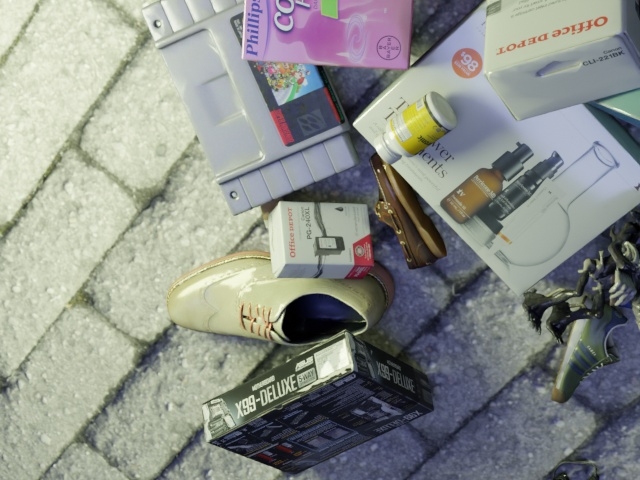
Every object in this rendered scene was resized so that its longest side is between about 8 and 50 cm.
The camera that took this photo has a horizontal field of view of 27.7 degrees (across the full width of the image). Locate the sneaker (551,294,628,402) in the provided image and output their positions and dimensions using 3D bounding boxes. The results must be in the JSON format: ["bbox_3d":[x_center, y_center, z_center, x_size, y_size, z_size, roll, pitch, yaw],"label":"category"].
[{"bbox_3d":[0.434,0.187,2.076,0.086,0.064,0.192,18,114,13],"label":"sneaker"}]

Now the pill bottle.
[{"bbox_3d":[0.137,-0.162,1.901,0.116,0.065,0.065,-34,101,27],"label":"pill bottle"}]

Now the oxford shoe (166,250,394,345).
[{"bbox_3d":[-0.085,0.103,2.140,0.397,0.146,0.140,-7,111,18],"label":"oxford shoe"}]

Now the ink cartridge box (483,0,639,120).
[{"bbox_3d":[0.333,-0.314,1.745,0.197,0.272,0.114,-14,139,29],"label":"ink cartridge box"}]

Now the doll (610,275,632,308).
[{"bbox_3d":[0.544,0.069,2.003,0.189,0.046,0.129,3,105,14],"label":"doll"}]

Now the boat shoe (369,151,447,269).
[{"bbox_3d":[0.123,-0.045,2.057,0.073,0.073,0.207,-23,105,21],"label":"boat shoe"}]

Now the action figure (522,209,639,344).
[{"bbox_3d":[0.447,0.063,1.927,0.276,0.141,0.164,-35,136,20],"label":"action figure"}]

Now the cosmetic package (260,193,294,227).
[{"bbox_3d":[-0.077,-0.084,2.104,0.041,0.060,0.115,-9,109,18],"label":"cosmetic package"}]

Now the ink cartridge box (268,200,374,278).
[{"bbox_3d":[0.000,0.000,2.055,0.151,0.109,0.063,1,159,-18],"label":"ink cartridge box"}]

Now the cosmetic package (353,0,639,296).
[{"bbox_3d":[0.281,-0.142,1.959,0.377,0.097,0.284,45,115,-6],"label":"cosmetic package"}]

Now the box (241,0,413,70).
[{"bbox_3d":[0.016,-0.361,1.873,0.243,0.117,0.213,5,100,3],"label":"box"}]

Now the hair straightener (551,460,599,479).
[{"bbox_3d":[0.392,0.455,2.219,0.089,0.047,0.230,34,118,-1],"label":"hair straightener"}]

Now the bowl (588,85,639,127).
[{"bbox_3d":[0.529,-0.205,1.772,0.312,0.311,0.163,26,98,4],"label":"bowl"}]

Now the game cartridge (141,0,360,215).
[{"bbox_3d":[-0.104,-0.240,2.003,0.230,0.068,0.355,-21,98,19],"label":"game cartridge"}]

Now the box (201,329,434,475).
[{"bbox_3d":[-0.003,0.278,2.161,0.307,0.076,0.242,-30,143,26],"label":"box"}]
